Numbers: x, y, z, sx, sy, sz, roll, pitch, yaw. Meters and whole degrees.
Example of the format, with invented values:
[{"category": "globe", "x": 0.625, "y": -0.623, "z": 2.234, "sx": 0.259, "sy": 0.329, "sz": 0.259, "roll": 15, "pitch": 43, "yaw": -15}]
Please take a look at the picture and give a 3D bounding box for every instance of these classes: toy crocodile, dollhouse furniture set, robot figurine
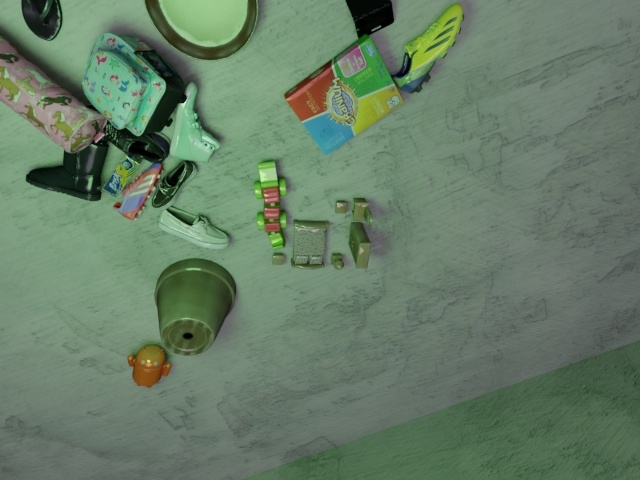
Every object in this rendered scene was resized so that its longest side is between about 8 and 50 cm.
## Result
[{"category": "toy crocodile", "x": -0.178, "y": -0.124, "z": 1.487, "sx": 0.115, "sy": 0.105, "sz": 0.341, "roll": -4, "pitch": 121, "yaw": -7}, {"category": "dollhouse furniture set", "x": 0.000, "y": 0.000, "z": 1.551, "sx": 0.355, "sy": 0.174, "sz": 0.303, "roll": 0, "pitch": 121, "yaw": -9}, {"category": "robot figurine", "x": -0.760, "y": 0.552, "z": 1.801, "sx": 0.158, "sy": 0.128, "sz": 0.220, "roll": 35, "pitch": 119, "yaw": 21}]

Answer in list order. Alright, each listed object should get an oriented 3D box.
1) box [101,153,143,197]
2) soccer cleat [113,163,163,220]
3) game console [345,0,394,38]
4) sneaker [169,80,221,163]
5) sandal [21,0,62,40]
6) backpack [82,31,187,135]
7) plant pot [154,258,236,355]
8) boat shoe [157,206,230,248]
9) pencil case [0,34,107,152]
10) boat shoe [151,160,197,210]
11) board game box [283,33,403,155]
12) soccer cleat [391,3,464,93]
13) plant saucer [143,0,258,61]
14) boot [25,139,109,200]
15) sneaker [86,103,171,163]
[{"category": "box", "x": -0.663, "y": -0.225, "z": 1.366, "sx": 0.054, "sy": 0.059, "sz": 0.169, "roll": 34, "pitch": 118, "yaw": -26}, {"category": "soccer cleat", "x": -0.627, "y": -0.177, "z": 1.404, "sx": 0.095, "sy": 0.083, "sz": 0.248, "roll": 31, "pitch": 115, "yaw": -19}, {"category": "game console", "x": 0.151, "y": -0.699, "z": 1.239, "sx": 0.122, "sy": 0.071, "sz": 0.107, "roll": -23, "pitch": 152, "yaw": 7}, {"category": "sneaker", "x": -0.386, "y": -0.371, "z": 1.311, "sx": 0.151, "sy": 0.094, "sz": 0.256, "roll": 14, "pitch": 123, "yaw": -16}, {"category": "sandal", "x": -0.750, "y": -0.673, "z": 1.090, "sx": 0.097, "sy": 0.054, "sz": 0.255, "roll": 14, "pitch": 118, "yaw": -16}, {"category": "backpack", "x": -0.547, "y": -0.449, "z": 1.159, "sx": 0.253, "sy": 0.191, "sz": 0.225, "roll": 48, "pitch": 120, "yaw": 5}, {"category": "plant pot", "x": -0.495, "y": 0.278, "z": 1.585, "sx": 0.322, "sy": 0.280, "sz": 0.323, "roll": -5, "pitch": 122, "yaw": -7}, {"category": "boat shoe", "x": -0.456, "y": -0.051, "z": 1.501, "sx": 0.267, "sy": 0.096, "sz": 0.088, "roll": 23, "pitch": 120, "yaw": -12}, {"category": "pencil case", "x": -0.801, "y": -0.412, "z": 1.134, "sx": 0.386, "sy": 0.167, "sz": 0.160, "roll": 39, "pitch": 133, "yaw": -11}, {"category": "boat shoe", "x": -0.520, "y": -0.191, "z": 1.400, "sx": 0.078, "sy": 0.070, "sz": 0.219, "roll": 46, "pitch": 103, "yaw": 10}, {"category": "board game box", "x": 0.078, "y": -0.464, "z": 1.332, "sx": 0.316, "sy": 0.064, "sz": 0.242, "roll": -33, "pitch": 124, "yaw": 12}, {"category": "soccer cleat", "x": 0.333, "y": -0.608, "z": 1.277, "sx": 0.121, "sy": 0.093, "sz": 0.289, "roll": 26, "pitch": 114, "yaw": -15}, {"category": "plant saucer", "x": -0.329, "y": -0.667, "z": 1.135, "sx": 0.310, "sy": 0.050, "sz": 0.311, "roll": -2, "pitch": 134, "yaw": -2}, {"category": "boot", "x": -0.816, "y": -0.257, "z": 1.318, "sx": 0.246, "sy": 0.094, "sz": 0.207, "roll": 16, "pitch": 107, "yaw": -1}, {"category": "sneaker", "x": -0.616, "y": -0.335, "z": 1.278, "sx": 0.283, "sy": 0.124, "sz": 0.107, "roll": 22, "pitch": 116, "yaw": -20}]
